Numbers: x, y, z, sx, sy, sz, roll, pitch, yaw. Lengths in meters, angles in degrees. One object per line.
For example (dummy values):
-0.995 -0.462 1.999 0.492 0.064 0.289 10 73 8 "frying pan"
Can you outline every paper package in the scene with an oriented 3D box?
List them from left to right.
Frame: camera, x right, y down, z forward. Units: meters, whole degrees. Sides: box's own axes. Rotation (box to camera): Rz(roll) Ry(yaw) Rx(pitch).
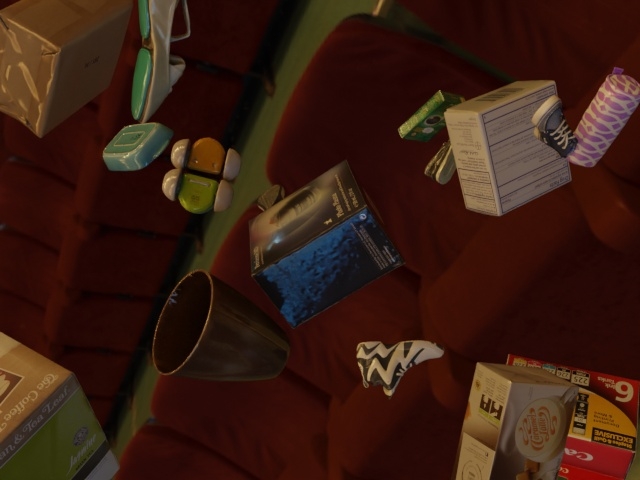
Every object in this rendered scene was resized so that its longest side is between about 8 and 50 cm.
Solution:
-0.654 -0.473 1.744 0.309 0.168 0.324 -56 3 43 "paper package"

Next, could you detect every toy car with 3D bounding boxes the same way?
-0.276 -0.142 1.608 0.136 0.159 0.181 122 160 -71 "toy car"

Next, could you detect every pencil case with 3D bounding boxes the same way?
0.584 -0.248 1.436 0.088 0.087 0.206 -90 17 -45 "pencil case"

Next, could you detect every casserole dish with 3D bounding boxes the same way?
-0.368 -0.190 1.365 0.189 0.037 0.114 7 55 46 "casserole dish"

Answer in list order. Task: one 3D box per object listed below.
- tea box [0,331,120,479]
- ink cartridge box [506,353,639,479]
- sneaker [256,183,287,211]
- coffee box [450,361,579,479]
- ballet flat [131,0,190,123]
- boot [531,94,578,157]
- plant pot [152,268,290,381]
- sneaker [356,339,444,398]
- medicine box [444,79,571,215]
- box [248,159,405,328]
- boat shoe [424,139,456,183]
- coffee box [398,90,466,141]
-0.569 0.391 1.182 0.329 0.220 0.323 -48 -31 -38 "tea box"
0.577 0.441 1.636 0.271 0.310 0.130 -62 -26 -42 "ink cartridge box"
-0.091 -0.053 1.858 0.086 0.163 0.226 -33 26 4 "sneaker"
0.304 0.331 1.103 0.098 0.141 0.246 -156 77 -66 "coffee box"
-0.242 -0.299 1.062 0.086 0.086 0.248 -121 37 -58 "ballet flat"
0.473 -0.222 1.364 0.069 0.190 0.086 -46 72 9 "boot"
-0.182 0.198 1.394 0.215 0.231 0.215 -35 42 39 "plant pot"
0.217 0.351 1.861 0.094 0.235 0.152 104 166 -75 "sneaker"
0.502 -0.248 1.838 0.149 0.264 0.289 23 134 61 "medicine box"
0.000 0.000 1.592 0.294 0.182 0.296 -33 25 8 "box"
0.410 -0.291 2.163 0.079 0.084 0.233 32 89 47 "boat shoe"
0.327 -0.358 2.003 0.184 0.113 0.040 -41 58 43 "coffee box"
